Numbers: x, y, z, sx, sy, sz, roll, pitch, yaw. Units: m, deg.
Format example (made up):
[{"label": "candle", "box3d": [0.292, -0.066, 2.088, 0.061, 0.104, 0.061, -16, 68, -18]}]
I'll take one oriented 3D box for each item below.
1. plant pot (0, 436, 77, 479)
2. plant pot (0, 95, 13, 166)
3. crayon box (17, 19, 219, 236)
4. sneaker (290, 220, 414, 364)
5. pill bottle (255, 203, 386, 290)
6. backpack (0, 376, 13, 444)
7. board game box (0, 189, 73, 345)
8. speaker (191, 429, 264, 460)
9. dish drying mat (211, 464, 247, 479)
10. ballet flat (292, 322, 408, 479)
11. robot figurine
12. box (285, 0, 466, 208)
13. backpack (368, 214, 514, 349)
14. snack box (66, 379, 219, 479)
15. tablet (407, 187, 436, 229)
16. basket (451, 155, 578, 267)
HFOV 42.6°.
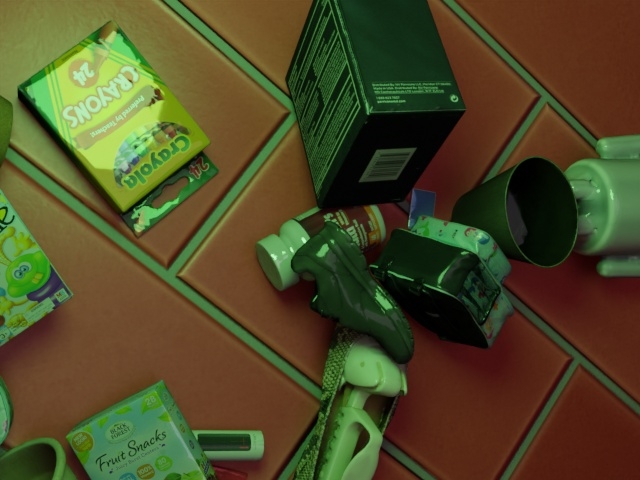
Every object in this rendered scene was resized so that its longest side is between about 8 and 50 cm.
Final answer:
[{"label": "plant pot", "box3d": [-0.426, 0.530, 1.254, 0.334, 0.334, 0.305, -44, 113, -16]}, {"label": "plant pot", "box3d": [-0.619, -0.189, 1.264, 0.254, 0.237, 0.237, 11, 83, -34]}, {"label": "crayon box", "box3d": [-0.338, -0.190, 1.421, 0.202, 0.081, 0.318, -43, 102, -17]}, {"label": "sneaker", "box3d": [0.055, 0.108, 1.432, 0.130, 0.109, 0.286, -36, 96, -4]}, {"label": "pill bottle", "box3d": [0.000, 0.000, 1.511, 0.221, 0.121, 0.121, -28, 97, -19]}, {"label": "backpack", "box3d": [-0.581, 0.275, 1.281, 0.188, 0.144, 0.166, -21, 89, -22]}, {"label": "board game box", "box3d": [-0.519, 0.003, 1.240, 0.142, 0.144, 0.275, -37, 138, -17]}, {"label": "speaker", "box3d": [-0.171, 0.367, 1.467, 0.136, 0.055, 0.055, 5, 85, -19]}, {"label": "dish drying mat", "box3d": [-0.175, 0.429, 1.487, 0.083, 0.008, 0.032, 18, 82, -17]}, {"label": "ballet flat", "box3d": [0.071, 0.323, 1.488, 0.164, 0.182, 0.482, 22, 80, -17]}, {"label": "robot figurine", "box3d": [0.630, -0.071, 1.697, 0.353, 0.200, 0.300, -1, 96, -20]}, {"label": "box", "box3d": [0.081, -0.257, 1.413, 0.183, 0.296, 0.294, -6, 65, -20]}, {"label": "backpack", "box3d": [0.243, 0.084, 1.533, 0.191, 0.225, 0.253, -51, 128, -18]}, {"label": "snack box", "box3d": [-0.297, 0.369, 1.385, 0.174, 0.070, 0.207, -28, 96, 4]}, {"label": "tablet", "box3d": [0.203, -0.060, 1.647, 0.054, 0.006, 0.083, 9, 85, -19]}, {"label": "basket", "box3d": [0.363, -0.048, 1.587, 0.154, 0.227, 0.204, -12, 92, -20]}]
